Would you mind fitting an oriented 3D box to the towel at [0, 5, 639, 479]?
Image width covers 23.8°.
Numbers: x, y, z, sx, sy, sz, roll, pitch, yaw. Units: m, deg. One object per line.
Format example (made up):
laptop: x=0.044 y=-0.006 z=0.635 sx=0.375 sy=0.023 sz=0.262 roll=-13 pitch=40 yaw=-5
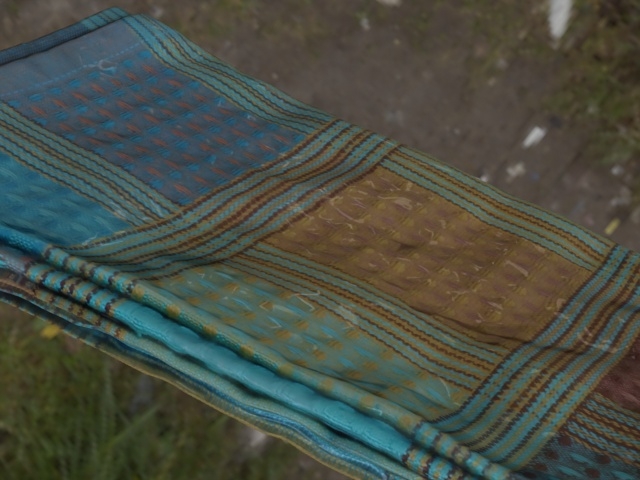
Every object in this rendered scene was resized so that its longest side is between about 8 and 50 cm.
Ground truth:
towel: x=0.000 y=0.000 z=0.634 sx=0.271 sy=0.370 sz=0.040 roll=-34 pitch=145 yaw=-60
